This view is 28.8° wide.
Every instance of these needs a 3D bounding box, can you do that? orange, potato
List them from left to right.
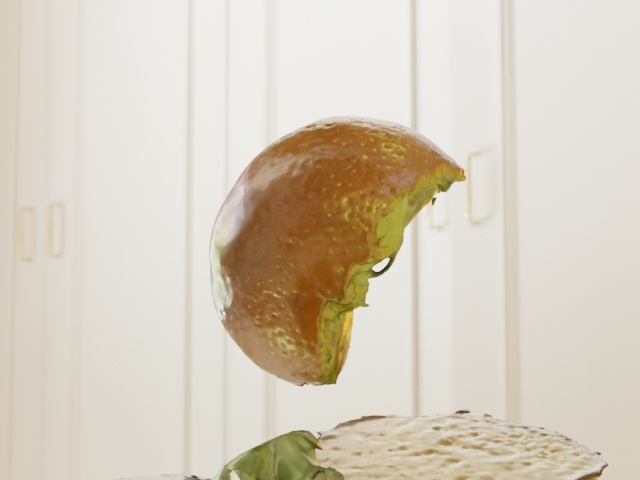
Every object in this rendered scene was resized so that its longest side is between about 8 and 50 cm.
[{"bbox_3d":[-0.004,-0.005,1.031,0.158,0.237,0.179,31,-155,-2],"label":"orange"},{"bbox_3d":[0.128,0.327,1.231,0.301,0.237,0.289,-5,-167,-10],"label":"potato"}]

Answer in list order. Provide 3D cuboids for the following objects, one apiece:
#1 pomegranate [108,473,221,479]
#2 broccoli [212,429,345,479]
[{"bbox_3d":[-0.060,0.204,0.477,0.202,0.248,0.202,-16,-161,6],"label":"pomegranate"},{"bbox_3d":[0.012,0.258,0.794,0.270,0.270,0.270,-26,166,-7],"label":"broccoli"}]
